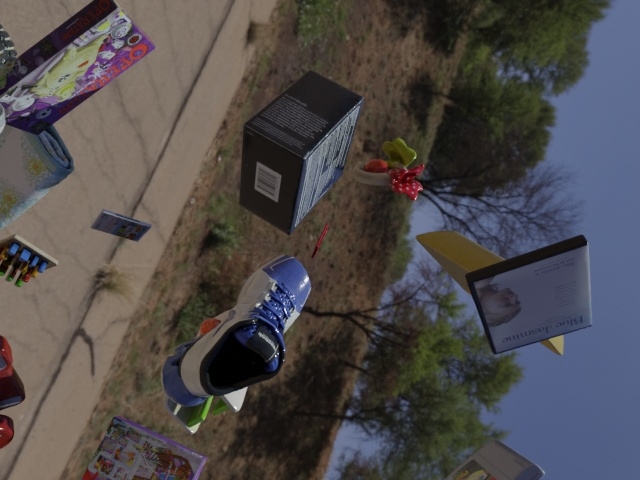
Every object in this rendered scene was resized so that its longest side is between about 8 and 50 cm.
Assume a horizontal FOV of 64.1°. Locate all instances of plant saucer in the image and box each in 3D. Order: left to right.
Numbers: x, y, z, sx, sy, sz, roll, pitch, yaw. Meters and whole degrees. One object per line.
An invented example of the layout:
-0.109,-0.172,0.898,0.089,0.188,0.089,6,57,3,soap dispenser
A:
0.429,0.107,1.245,0.081,0.333,0.333,-50,-139,0,plant saucer

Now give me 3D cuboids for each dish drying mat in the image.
0.000,0.000,0.988,0.083,0.008,0.032,-66,-179,-54,dish drying mat

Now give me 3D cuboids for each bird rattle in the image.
0.201,-0.196,1.543,0.253,0.207,0.143,-82,168,-56,bird rattle

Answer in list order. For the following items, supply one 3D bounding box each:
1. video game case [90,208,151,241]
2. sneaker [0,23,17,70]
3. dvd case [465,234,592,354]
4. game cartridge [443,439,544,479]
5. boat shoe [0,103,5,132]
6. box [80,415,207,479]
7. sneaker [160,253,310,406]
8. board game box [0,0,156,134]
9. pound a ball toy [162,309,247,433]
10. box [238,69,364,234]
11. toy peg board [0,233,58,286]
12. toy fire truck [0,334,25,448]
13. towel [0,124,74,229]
-0.498,-0.035,1.276,0.087,0.122,0.011,-35,-134,40,video game case
-0.825,-0.476,1.149,0.147,0.330,0.129,-22,-160,18,sneaker
0.353,0.102,0.847,0.253,0.180,0.022,56,18,-45,dvd case
0.310,0.545,1.066,0.294,0.060,0.196,-39,175,-8,game cartridge
-0.671,-0.279,0.825,0.103,0.320,0.118,-35,-139,25,boat shoe
-0.498,0.650,1.440,0.057,0.293,0.200,89,25,-73,box
-0.099,0.152,0.844,0.182,0.127,0.315,-16,-156,52,sneaker
-0.532,-0.359,1.078,0.347,0.056,0.208,-36,-177,2,board game box
-0.201,0.238,1.128,0.208,0.135,0.319,-30,-163,15,pound a ball toy
-0.057,-0.229,1.339,0.294,0.183,0.296,-50,166,-36,box
-0.963,0.074,1.626,0.161,0.161,0.079,48,37,-41,toy peg board
-0.705,0.278,0.914,0.253,0.302,0.169,104,-33,-45,toy fire truck
-0.872,-0.260,1.394,0.321,0.374,0.090,-32,176,21,towel
